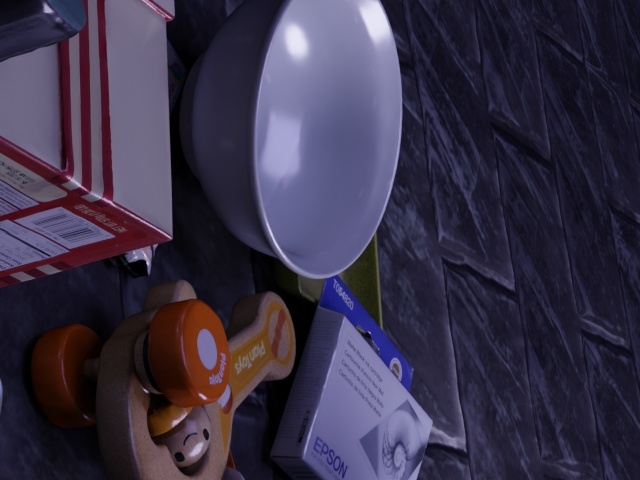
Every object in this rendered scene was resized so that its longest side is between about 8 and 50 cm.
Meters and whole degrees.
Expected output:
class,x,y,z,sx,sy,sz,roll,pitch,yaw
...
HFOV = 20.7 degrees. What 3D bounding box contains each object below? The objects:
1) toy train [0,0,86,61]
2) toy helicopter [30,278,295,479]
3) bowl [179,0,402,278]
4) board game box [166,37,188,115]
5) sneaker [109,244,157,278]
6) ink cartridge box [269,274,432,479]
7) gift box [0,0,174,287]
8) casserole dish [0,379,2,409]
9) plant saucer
class,x,y,z,sx,sy,sz,roll,pitch,yaw
toy train,-0.293,-0.169,1.012,0.142,0.334,0.190,52,22,-76
toy helicopter,-0.090,0.140,1.502,0.355,0.140,0.235,-38,113,-66
bowl,-0.043,-0.115,1.689,0.298,0.134,0.298,-16,108,-60
board game box,-0.174,-0.145,1.601,0.103,0.026,0.154,58,30,-32
sneaker,-0.173,-0.004,1.511,0.109,0.040,0.044,41,43,-49
ink cartridge box,0.044,0.175,1.796,0.223,0.045,0.224,51,47,-46
gift box,-0.228,-0.126,1.203,0.255,0.276,0.258,39,41,-59
casserole dish,-0.282,0.102,1.235,0.188,0.037,0.114,49,37,-45
plant saucer,0.000,0.000,1.861,0.188,0.045,0.188,33,48,-55
